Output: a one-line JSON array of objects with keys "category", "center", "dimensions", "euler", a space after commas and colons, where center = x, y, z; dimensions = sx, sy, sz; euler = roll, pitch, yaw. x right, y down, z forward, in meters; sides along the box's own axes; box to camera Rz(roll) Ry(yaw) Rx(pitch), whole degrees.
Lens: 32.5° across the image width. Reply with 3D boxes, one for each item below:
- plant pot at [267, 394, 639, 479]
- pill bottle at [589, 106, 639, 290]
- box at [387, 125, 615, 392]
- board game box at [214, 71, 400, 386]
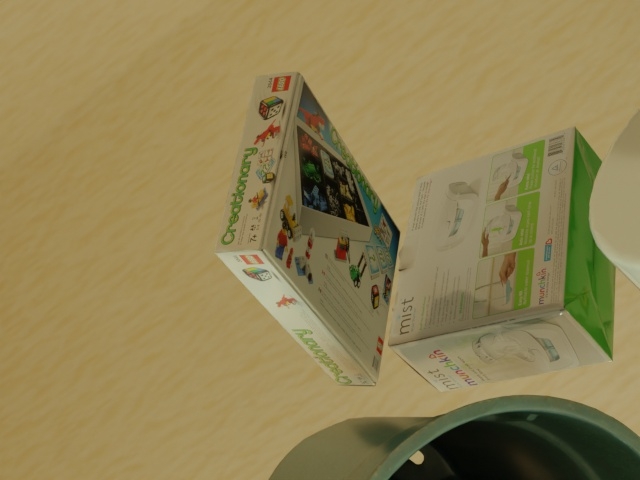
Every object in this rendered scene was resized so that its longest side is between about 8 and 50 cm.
[{"category": "plant pot", "center": [0.101, 0.296, 0.975], "dimensions": [0.341, 0.341, 0.334], "euler": [53, 163, -9]}, {"category": "pill bottle", "center": [0.330, 0.052, 0.609], "dimensions": [0.361, 0.204, 0.204], "euler": [40, -164, -19]}, {"category": "box", "center": [0.219, 0.024, 1.305], "dimensions": [0.127, 0.231, 0.262], "euler": [42, -136, -35]}, {"category": "board game box", "center": [0.000, 0.000, 1.103], "dimensions": [0.305, 0.053, 0.193], "euler": [53, -139, -52]}]
